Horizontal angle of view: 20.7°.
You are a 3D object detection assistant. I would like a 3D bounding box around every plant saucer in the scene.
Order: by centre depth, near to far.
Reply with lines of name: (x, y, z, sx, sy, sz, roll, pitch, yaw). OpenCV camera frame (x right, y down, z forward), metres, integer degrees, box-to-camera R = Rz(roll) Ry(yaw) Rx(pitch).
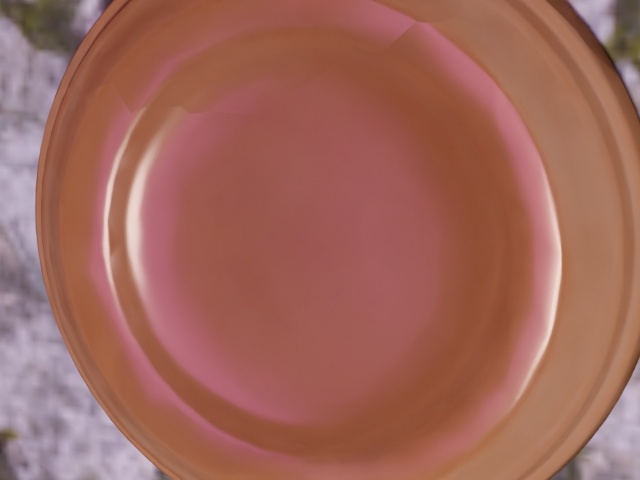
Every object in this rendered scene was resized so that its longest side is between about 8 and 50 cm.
plant saucer: (0.000, 0.000, 0.527, 0.200, 0.037, 0.200, 4, 103, 19)
